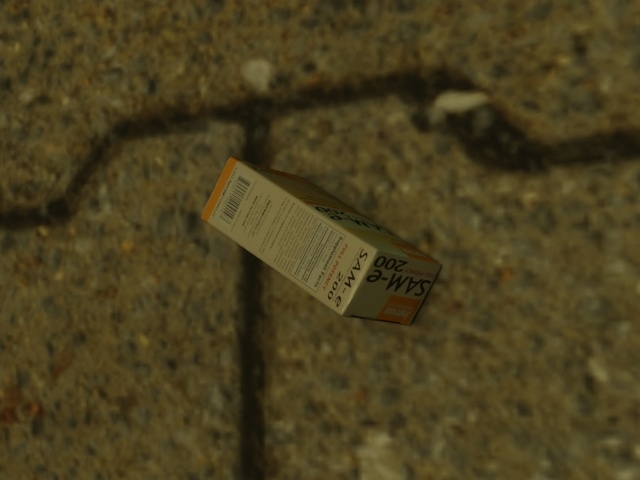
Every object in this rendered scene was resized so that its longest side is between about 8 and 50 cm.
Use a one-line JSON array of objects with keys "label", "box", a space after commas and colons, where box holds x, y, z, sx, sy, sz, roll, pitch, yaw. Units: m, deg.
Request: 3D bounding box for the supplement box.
[{"label": "supplement box", "box": [0.000, 0.000, 0.611, 0.098, 0.062, 0.036, 33, 102, 32]}]
